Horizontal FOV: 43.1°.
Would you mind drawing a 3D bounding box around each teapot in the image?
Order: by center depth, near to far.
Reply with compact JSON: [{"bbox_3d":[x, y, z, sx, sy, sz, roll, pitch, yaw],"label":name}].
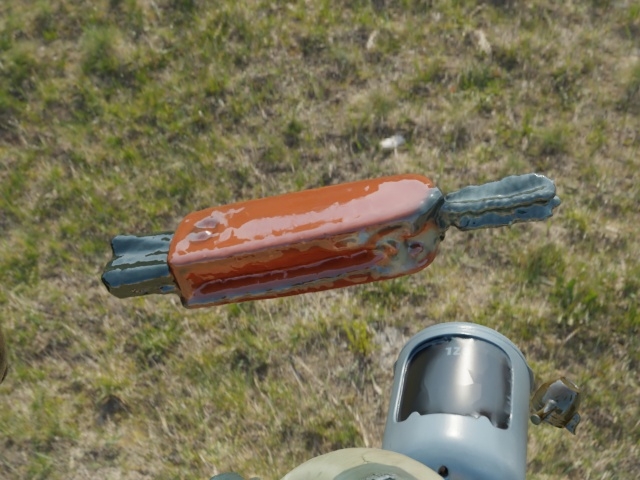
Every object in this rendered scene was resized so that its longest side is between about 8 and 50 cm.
[{"bbox_3d":[0.365,0.262,1.251,0.085,0.110,0.080,40,112,25],"label":"teapot"}]

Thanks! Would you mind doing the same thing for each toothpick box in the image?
[{"bbox_3d":[0.219,0.337,1.316,0.262,0.263,0.355,7,35,10],"label":"toothpick box"}]

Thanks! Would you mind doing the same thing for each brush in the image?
[{"bbox_3d":[0.000,0.001,0.559,0.323,0.051,0.070,-9,33,15],"label":"brush"}]

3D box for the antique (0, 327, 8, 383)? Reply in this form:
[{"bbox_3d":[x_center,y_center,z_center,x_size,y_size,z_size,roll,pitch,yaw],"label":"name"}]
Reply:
[{"bbox_3d":[-0.386,0.078,0.676,0.143,0.257,0.121,-39,33,16],"label":"antique"}]

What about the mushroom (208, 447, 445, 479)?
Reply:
[{"bbox_3d":[-0.007,0.250,0.577,0.202,0.246,0.246,42,66,-15],"label":"mushroom"}]
